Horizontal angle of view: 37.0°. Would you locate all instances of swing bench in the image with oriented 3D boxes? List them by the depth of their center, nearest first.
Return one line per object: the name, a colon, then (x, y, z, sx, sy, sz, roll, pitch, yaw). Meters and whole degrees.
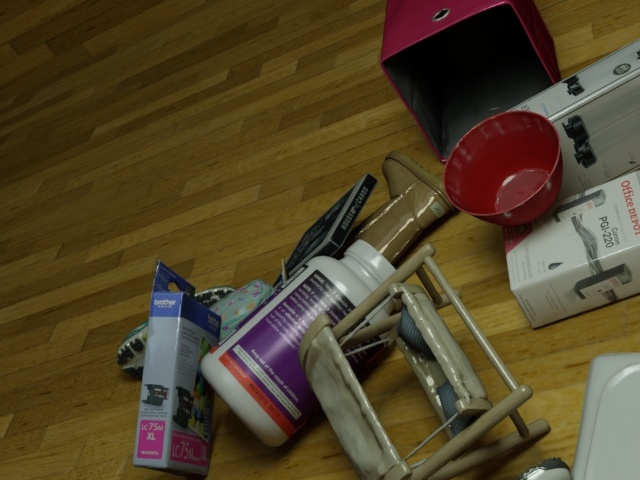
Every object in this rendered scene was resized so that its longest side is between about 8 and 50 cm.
swing bench: (0.116, 0.192, 1.252, 0.254, 0.165, 0.253, -33, 55, 3)

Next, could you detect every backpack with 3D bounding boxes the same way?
backpack: (-0.138, 0.154, 1.652, 0.182, 0.115, 0.152, -30, 31, 8)

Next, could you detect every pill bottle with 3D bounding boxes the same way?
pill bottle: (-0.016, 0.151, 1.479, 0.323, 0.181, 0.181, -42, 33, -9)

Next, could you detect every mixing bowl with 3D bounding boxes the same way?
mixing bowl: (0.281, -0.088, 1.397, 0.181, 0.098, 0.181, -22, 47, 25)

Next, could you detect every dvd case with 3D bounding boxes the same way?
dvd case: (0.000, 0.000, 1.686, 0.238, 0.029, 0.179, -42, 14, 48)

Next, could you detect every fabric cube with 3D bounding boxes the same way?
fabric cube: (0.280, -0.350, 1.761, 0.254, 0.259, 0.258, -21, 35, 24)

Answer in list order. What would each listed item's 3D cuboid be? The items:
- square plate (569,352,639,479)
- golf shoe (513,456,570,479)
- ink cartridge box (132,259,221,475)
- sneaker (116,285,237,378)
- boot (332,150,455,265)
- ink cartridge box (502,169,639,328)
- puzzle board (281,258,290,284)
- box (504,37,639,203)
square plate: (0.433, 0.247, 1.062, 0.344, 0.049, 0.347, -9, 42, 37)
golf shoe: (0.238, 0.346, 1.104, 0.198, 0.077, 0.094, -51, 38, -3)
ink cartridge box: (-0.215, 0.201, 1.485, 0.065, 0.186, 0.311, -3, 73, 12)
sneaker: (-0.266, 0.152, 1.792, 0.275, 0.107, 0.110, -27, 24, 14)
boot: (0.090, -0.028, 1.694, 0.269, 0.089, 0.236, -43, 27, -3)
ink cartridge box: (0.381, 0.013, 1.366, 0.218, 0.092, 0.158, -21, 36, 20)
puzzle board: (-0.049, 0.108, 1.615, 0.011, 0.128, 0.096, -13, 35, 2)
box: (0.454, -0.191, 1.483, 0.290, 0.169, 0.087, -30, 33, 12)
